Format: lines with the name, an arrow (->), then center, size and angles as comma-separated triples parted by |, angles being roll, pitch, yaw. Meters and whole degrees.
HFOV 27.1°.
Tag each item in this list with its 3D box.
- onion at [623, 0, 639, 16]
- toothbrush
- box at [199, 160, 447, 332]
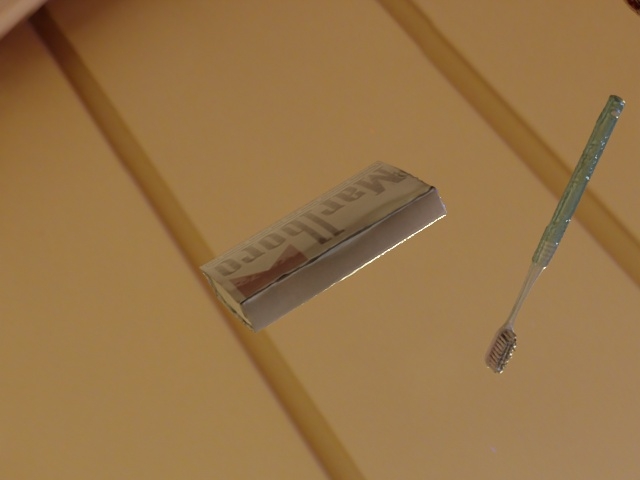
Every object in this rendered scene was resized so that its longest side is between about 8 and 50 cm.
onion -> 0.190, -0.150, 0.607 | 0.131, 0.131, 0.131 | -10, -118, 19
toothbrush -> 0.127, -0.001, 0.723 | 0.167, 0.011, 0.014 | -67, -157, 15
box -> 0.000, 0.000, 1.042 | 0.177, 0.036, 0.115 | -31, -158, -12
